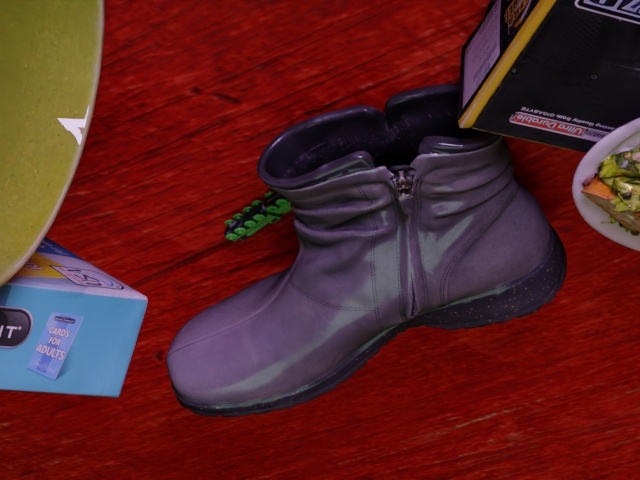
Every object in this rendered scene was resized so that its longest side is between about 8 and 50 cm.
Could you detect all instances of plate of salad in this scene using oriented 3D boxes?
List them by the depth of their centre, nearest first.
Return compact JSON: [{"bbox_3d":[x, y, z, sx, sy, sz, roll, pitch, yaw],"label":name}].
[{"bbox_3d":[0.265,-0.029,1.138,0.200,0.048,0.200,3,149,2],"label":"plate of salad"}]

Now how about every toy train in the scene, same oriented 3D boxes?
[{"bbox_3d":[-0.045,-0.020,1.352,0.024,0.017,0.083,13,149,-36],"label":"toy train"}]

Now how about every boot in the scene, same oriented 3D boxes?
[{"bbox_3d":[0.000,0.000,1.296,0.338,0.118,0.222,-24,140,11],"label":"boot"}]

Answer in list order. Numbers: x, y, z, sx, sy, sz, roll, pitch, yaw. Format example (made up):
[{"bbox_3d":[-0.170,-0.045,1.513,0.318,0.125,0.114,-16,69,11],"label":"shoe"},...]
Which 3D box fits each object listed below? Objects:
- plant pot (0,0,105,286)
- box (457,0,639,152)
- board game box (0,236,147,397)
[{"bbox_3d":[-0.316,-0.122,1.009,0.293,0.275,0.275,11,152,17],"label":"plant pot"},{"bbox_3d":[0.280,-0.134,1.082,0.322,0.079,0.257,11,146,-14],"label":"box"},{"bbox_3d":[-0.323,0.014,1.152,0.336,0.079,0.254,9,-168,-45],"label":"board game box"}]
